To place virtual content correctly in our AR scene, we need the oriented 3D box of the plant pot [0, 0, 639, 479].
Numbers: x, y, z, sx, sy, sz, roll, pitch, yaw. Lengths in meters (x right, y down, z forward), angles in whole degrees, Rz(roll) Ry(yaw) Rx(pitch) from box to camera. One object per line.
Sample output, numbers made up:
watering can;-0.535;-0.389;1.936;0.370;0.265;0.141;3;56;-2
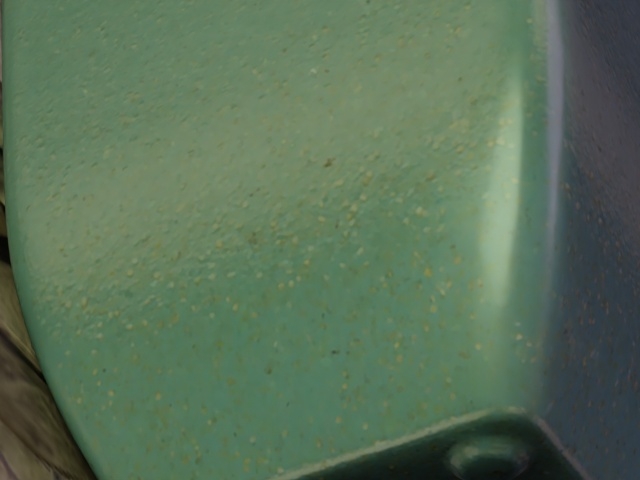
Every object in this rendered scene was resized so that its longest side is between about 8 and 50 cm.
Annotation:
plant pot;0.031;0.018;0.600;0.247;0.248;0.252;49;29;-41
